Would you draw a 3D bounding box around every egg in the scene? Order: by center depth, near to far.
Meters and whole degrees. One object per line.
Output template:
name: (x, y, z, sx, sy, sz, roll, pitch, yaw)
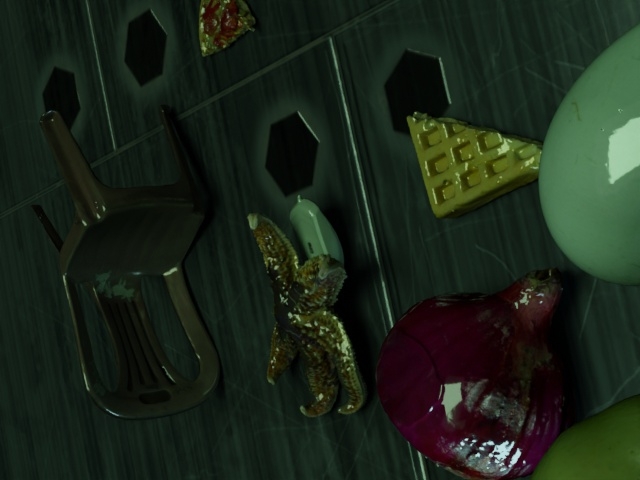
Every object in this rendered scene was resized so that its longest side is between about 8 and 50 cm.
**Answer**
egg: (0.281, -0.080, 1.245, 0.183, 0.183, 0.264, 53, 123, 32)

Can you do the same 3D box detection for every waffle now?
waffle: (0.166, -0.102, 1.497, 0.191, 0.032, 0.125, -29, 69, 44)

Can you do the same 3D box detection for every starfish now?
starfish: (-0.016, 0.075, 1.667, 0.216, 0.071, 0.238, -23, 100, 54)

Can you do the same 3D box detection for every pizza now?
pizza: (-0.118, -0.270, 1.807, 0.100, 0.029, 0.099, -20, 77, 48)

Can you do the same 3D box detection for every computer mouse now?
computer mouse: (0.000, 0.000, 1.681, 0.056, 0.032, 0.110, -4, 106, 55)

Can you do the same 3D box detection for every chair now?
chair: (-0.220, 0.023, 1.839, 0.326, 0.175, 0.183, 61, 142, 30)

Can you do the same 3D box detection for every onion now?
onion: (0.152, 0.111, 1.458, 0.195, 0.140, 0.218, 55, 127, 40)

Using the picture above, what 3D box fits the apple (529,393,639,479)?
apple: (0.283, 0.247, 1.217, 0.279, 0.279, 0.279, 5, 97, 49)
